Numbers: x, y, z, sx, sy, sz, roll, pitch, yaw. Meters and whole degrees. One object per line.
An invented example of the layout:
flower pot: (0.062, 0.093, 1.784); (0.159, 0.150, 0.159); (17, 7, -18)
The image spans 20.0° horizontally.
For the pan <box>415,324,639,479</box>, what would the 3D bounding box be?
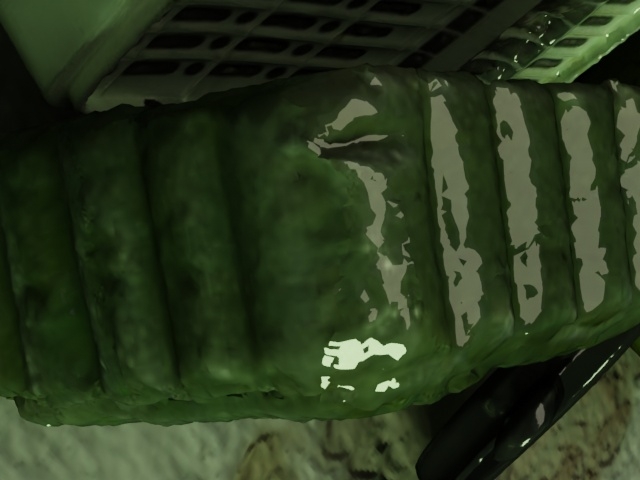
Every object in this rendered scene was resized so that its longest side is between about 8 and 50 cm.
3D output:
pan: (0.078, 0.053, 0.654); (0.028, 0.136, 0.235); (45, 6, 10)

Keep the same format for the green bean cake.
green bean cake: (0.000, 0.000, 0.564); (0.185, 0.183, 0.094); (-10, 92, -49)

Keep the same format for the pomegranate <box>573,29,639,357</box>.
pomegranate: (0.203, -0.026, 0.760); (0.202, 0.248, 0.202); (-1, 94, -8)

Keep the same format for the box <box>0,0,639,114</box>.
box: (0.022, -0.151, 0.591); (0.291, 0.220, 0.166); (-4, 63, -49)
